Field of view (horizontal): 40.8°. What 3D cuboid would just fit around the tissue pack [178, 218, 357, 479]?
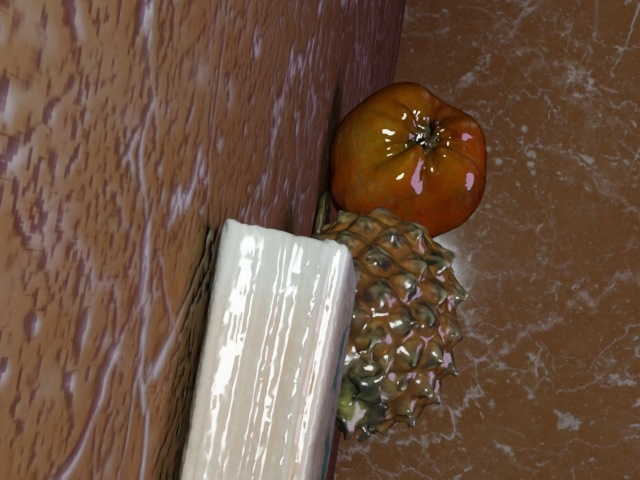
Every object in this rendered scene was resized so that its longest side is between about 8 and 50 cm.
[{"bbox_3d":[-0.039,0.164,0.453,0.170,0.071,0.325,71,29,-82],"label":"tissue pack"}]

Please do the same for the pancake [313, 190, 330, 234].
[{"bbox_3d":[0.001,0.000,0.936,0.115,0.011,0.115,8,90,-86],"label":"pancake"}]

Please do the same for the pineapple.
[{"bbox_3d":[0.036,0.075,0.671,0.193,0.166,0.166,-71,169,-48],"label":"pineapple"}]

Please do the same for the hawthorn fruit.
[{"bbox_3d":[0.089,-0.075,0.945,0.189,0.189,0.189,9,90,-85],"label":"hawthorn fruit"}]
